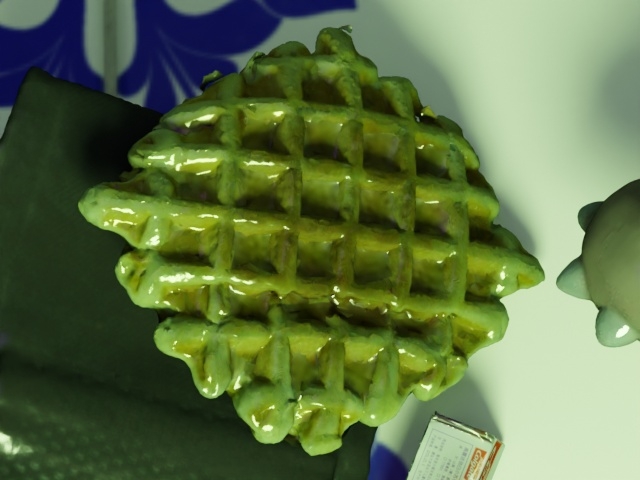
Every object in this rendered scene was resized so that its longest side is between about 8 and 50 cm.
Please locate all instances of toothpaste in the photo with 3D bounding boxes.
[{"bbox_3d":[0.043,0.189,0.923,0.040,0.047,0.196,20,83,15],"label":"toothpaste"}]

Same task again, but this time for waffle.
[{"bbox_3d":[0.000,0.000,0.908,0.214,0.054,0.208,-40,98,-26],"label":"waffle"}]

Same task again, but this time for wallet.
[{"bbox_3d":[-0.085,0.098,0.907,0.247,0.041,0.323,19,77,-20],"label":"wallet"}]

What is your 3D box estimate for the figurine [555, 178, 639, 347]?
[{"bbox_3d":[0.317,-0.038,0.843,0.380,0.203,0.248,-44,73,-2],"label":"figurine"}]
